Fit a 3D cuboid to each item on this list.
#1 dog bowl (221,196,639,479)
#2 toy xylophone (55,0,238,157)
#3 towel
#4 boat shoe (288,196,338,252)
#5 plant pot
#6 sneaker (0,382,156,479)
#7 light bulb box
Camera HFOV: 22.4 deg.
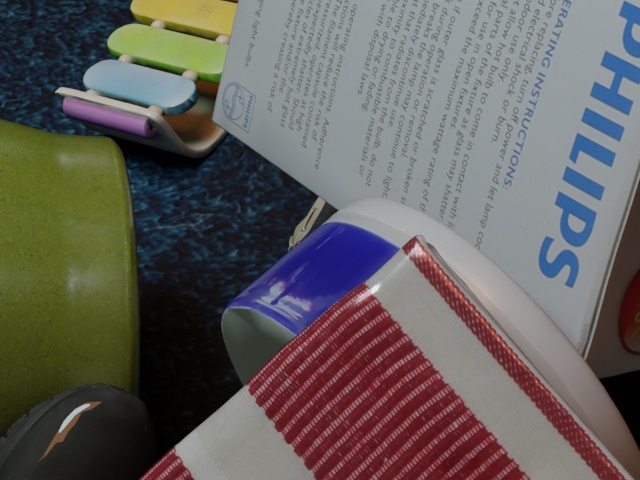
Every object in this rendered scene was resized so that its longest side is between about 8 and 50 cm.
[{"bbox_3d":[0.063,0.109,0.941,0.104,0.265,0.265,-38,46,-18],"label":"dog bowl"},{"bbox_3d":[-0.068,-0.182,1.426,0.236,0.081,0.322,9,49,26],"label":"toy xylophone"},{"bbox_3d":[0.002,0.190,0.793,0.329,0.037,0.237,-43,73,8],"label":"towel"},{"bbox_3d":[0.000,0.000,1.238,0.043,0.049,0.137,7,46,30],"label":"boat shoe"},{"bbox_3d":[-0.305,0.052,1.073,0.353,0.366,0.366,-1,41,-13],"label":"plant pot"},{"bbox_3d":[-0.171,0.222,0.945,0.286,0.109,0.130,-64,23,-3],"label":"sneaker"},{"bbox_3d":[0.187,-0.111,1.056,0.358,0.225,0.361,-7,31,-39],"label":"light bulb box"}]
